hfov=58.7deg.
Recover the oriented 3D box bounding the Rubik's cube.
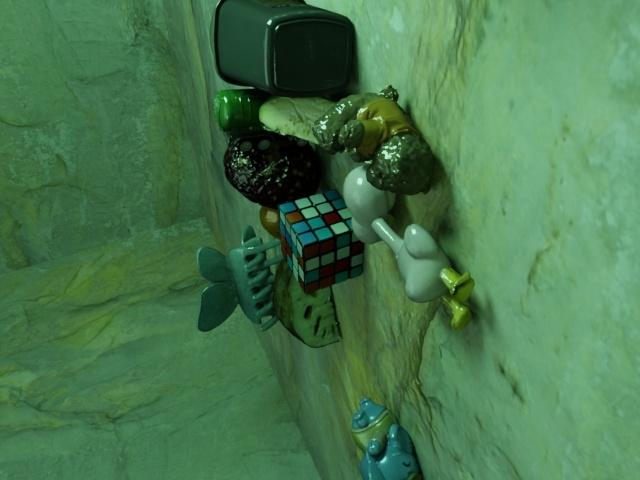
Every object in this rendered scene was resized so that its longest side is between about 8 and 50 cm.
[{"bbox_3d":[0.000,0.000,1.290,0.155,0.151,0.154,88,156,-44],"label":"Rubik's cube"}]

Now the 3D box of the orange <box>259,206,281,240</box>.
[{"bbox_3d":[-0.079,-0.070,1.497,0.159,0.158,0.136,110,-177,-64],"label":"orange"}]

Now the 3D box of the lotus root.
[{"bbox_3d":[-0.069,0.154,1.683,0.260,0.149,0.267,-151,49,-66],"label":"lotus root"}]

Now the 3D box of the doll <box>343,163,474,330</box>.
[{"bbox_3d":[0.129,-0.006,0.973,0.160,0.094,0.365,77,166,-46],"label":"doll"}]

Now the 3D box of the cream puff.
[{"bbox_3d":[-0.107,-0.180,1.348,0.165,0.239,0.239,-60,41,26],"label":"cream puff"}]

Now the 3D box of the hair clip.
[{"bbox_3d":[-0.244,0.137,2.024,0.238,0.392,0.319,11,118,43],"label":"hair clip"}]

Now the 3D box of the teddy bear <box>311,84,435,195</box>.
[{"bbox_3d":[0.101,-0.147,0.884,0.190,0.140,0.177,55,-160,23],"label":"teddy bear"}]

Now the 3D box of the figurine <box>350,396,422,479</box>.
[{"bbox_3d":[0.146,0.506,1.340,0.180,0.153,0.262,91,154,-74],"label":"figurine"}]

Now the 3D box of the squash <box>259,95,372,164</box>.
[{"bbox_3d":[0.005,-0.221,1.070,0.252,0.169,0.093,44,125,57],"label":"squash"}]

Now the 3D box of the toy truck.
[{"bbox_3d":[-0.109,-0.269,1.213,0.101,0.242,0.125,61,148,34],"label":"toy truck"}]

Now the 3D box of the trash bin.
[{"bbox_3d":[-0.081,-0.371,1.078,0.290,0.209,0.183,41,133,51],"label":"trash bin"}]
